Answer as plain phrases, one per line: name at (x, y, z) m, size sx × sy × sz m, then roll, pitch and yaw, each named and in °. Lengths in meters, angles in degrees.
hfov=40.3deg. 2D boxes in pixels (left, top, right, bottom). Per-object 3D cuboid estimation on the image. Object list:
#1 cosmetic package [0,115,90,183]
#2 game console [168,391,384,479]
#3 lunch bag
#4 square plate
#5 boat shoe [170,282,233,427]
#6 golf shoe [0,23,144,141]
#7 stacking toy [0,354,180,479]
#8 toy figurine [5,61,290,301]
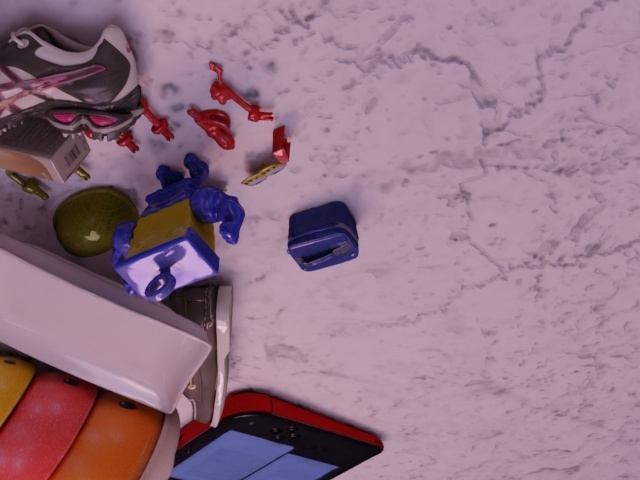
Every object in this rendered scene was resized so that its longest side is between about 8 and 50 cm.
cosmetic package at (-0.332, -0.109, 1.007) m, size 0.115 × 0.060 × 0.041 m, roll 15°, pitch 144°, yaw 23°
game console at (-0.122, 0.425, 1.675) m, size 0.342 × 0.060 × 0.386 m, roll 28°, pitch 133°, yaw -29°
lunch bag at (0.000, 0.000, 1.169) m, size 0.098 × 0.065 × 0.067 m, roll -18°, pitch 137°, yaw 18°
square plate at (-0.334, 0.118, 1.225) m, size 0.344 × 0.049 × 0.347 m, roll 25°, pitch 149°, yaw -7°
boat shoe at (-0.187, 0.182, 1.352) m, size 0.091 × 0.109 × 0.305 m, roll 4°, pitch 134°, yaw -5°
golf shoe at (-0.331, -0.179, 0.948) m, size 0.273 × 0.105 × 0.120 m, roll 0°, pitch 118°, yaw -2°
stacking toy at (-0.497, 0.299, 1.383) m, size 0.480 × 0.350 × 0.350 m, roll 38°, pitch 128°, yaw -16°
toy figurine at (-0.214, -0.019, 1.026) m, size 0.362 × 0.217 × 0.191 m, roll -20°, pitch 136°, yaw 20°
